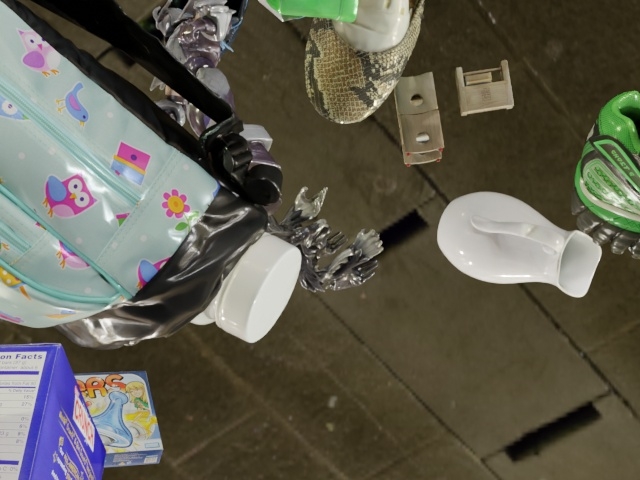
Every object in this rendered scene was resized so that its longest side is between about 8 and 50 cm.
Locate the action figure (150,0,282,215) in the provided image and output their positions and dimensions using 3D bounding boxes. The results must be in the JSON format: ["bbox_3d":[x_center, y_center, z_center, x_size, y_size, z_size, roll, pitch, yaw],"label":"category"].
[{"bbox_3d":[-0.125,-0.158,1.146,0.099,0.285,0.185,-9,146,-27],"label":"action figure"}]

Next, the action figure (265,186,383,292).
[{"bbox_3d":[0.000,0.000,1.622,0.141,0.275,0.164,-45,73,5],"label":"action figure"}]

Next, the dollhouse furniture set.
[{"bbox_3d":[0.220,-0.206,1.779,0.183,0.129,0.129,-8,85,4],"label":"dollhouse furniture set"}]

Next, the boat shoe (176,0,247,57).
[{"bbox_3d":[-0.162,-0.363,1.637,0.109,0.089,0.258,19,133,-4],"label":"boat shoe"}]

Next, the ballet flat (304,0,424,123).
[{"bbox_3d":[0.106,-0.408,1.645,0.164,0.483,0.182,25,155,2],"label":"ballet flat"}]

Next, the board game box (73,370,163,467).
[{"bbox_3d":[-0.321,0.239,1.432,0.201,0.136,0.035,0,134,-24],"label":"board game box"}]

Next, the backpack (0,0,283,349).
[{"bbox_3d":[-0.127,-0.035,0.429,0.182,0.115,0.152,41,152,-25],"label":"backpack"}]

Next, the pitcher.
[{"bbox_3d":[0.259,-0.004,1.485,0.207,0.126,0.177,19,169,35],"label":"pitcher"}]

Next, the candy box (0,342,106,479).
[{"bbox_3d":[-0.327,0.309,1.148,0.122,0.317,0.268,1,143,4],"label":"candy box"}]

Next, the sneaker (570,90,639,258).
[{"bbox_3d":[0.394,-0.040,0.944,0.343,0.134,0.146,12,139,17],"label":"sneaker"}]

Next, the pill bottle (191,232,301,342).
[{"bbox_3d":[-0.086,0.005,0.673,0.137,0.078,0.078,26,123,17],"label":"pill bottle"}]

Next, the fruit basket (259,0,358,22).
[{"bbox_3d":[0.044,-0.413,1.480,0.353,0.327,0.166,-14,133,-33],"label":"fruit basket"}]
